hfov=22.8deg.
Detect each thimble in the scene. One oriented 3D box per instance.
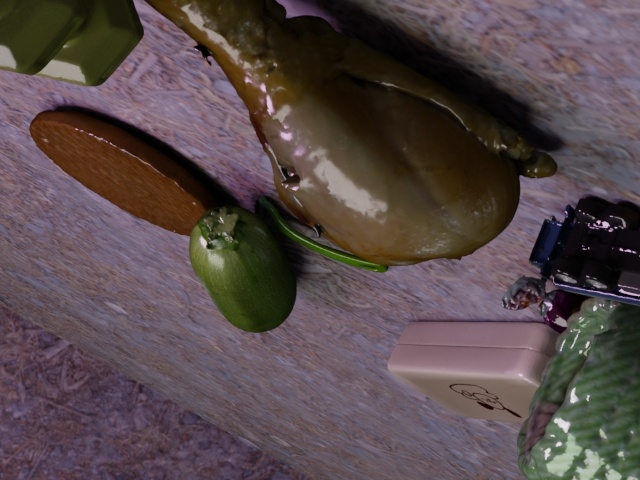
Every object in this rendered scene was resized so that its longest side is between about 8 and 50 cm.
[{"bbox_3d":[0.284,0.148,1.452,0.150,0.219,0.219,25,164,1],"label":"thimble"}]

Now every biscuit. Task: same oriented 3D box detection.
[{"bbox_3d":[-0.226,-0.080,1.885,0.262,0.037,0.262,25,164,8],"label":"biscuit"}]

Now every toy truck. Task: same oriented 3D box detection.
[{"bbox_3d":[0.263,0.021,1.318,0.202,0.074,0.088,12,162,46],"label":"toy truck"}]

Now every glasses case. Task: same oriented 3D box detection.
[{"bbox_3d":[0.206,0.153,1.838,0.131,0.070,0.313,34,164,-22],"label":"glasses case"}]

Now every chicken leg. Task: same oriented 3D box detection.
[{"bbox_3d":[-0.018,-0.131,1.228,0.429,0.152,0.201,42,148,-21],"label":"chicken leg"}]

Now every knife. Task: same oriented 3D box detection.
[{"bbox_3d":[-0.001,0.002,1.801,0.166,0.022,0.078,28,170,4],"label":"knife"}]

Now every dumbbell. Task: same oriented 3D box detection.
[{"bbox_3d":[-0.221,-0.182,1.251,0.108,0.121,0.302,41,-176,1],"label":"dumbbell"}]

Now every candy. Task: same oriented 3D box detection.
[{"bbox_3d":[0.263,0.084,1.569,0.175,0.045,0.043,27,170,3],"label":"candy"}]

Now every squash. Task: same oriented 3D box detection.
[{"bbox_3d":[-0.088,0.041,1.887,0.107,0.107,0.395,25,167,12],"label":"squash"}]
